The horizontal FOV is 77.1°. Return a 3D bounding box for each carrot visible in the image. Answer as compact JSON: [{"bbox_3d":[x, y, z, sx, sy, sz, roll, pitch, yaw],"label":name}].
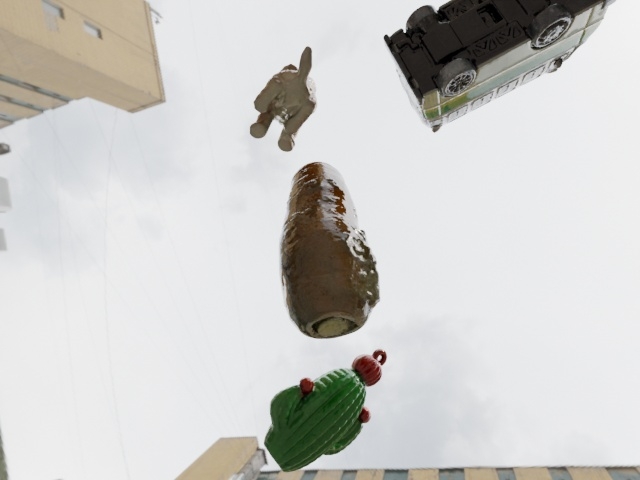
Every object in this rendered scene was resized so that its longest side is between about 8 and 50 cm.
[{"bbox_3d":[0.000,0.000,0.598,0.139,0.138,0.301,-30,-140,16],"label":"carrot"}]

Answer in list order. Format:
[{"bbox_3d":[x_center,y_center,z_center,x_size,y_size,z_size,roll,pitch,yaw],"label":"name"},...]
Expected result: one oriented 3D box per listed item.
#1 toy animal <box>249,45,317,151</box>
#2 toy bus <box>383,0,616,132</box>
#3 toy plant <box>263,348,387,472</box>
[{"bbox_3d":[-0.037,-0.279,0.721,0.104,0.185,0.183,32,-51,-6],"label":"toy animal"},{"bbox_3d":[0.281,-0.319,0.663,0.306,0.179,0.143,-26,-111,12],"label":"toy bus"},{"bbox_3d":[0.019,0.282,0.664,0.088,0.241,0.154,13,-70,56],"label":"toy plant"}]
